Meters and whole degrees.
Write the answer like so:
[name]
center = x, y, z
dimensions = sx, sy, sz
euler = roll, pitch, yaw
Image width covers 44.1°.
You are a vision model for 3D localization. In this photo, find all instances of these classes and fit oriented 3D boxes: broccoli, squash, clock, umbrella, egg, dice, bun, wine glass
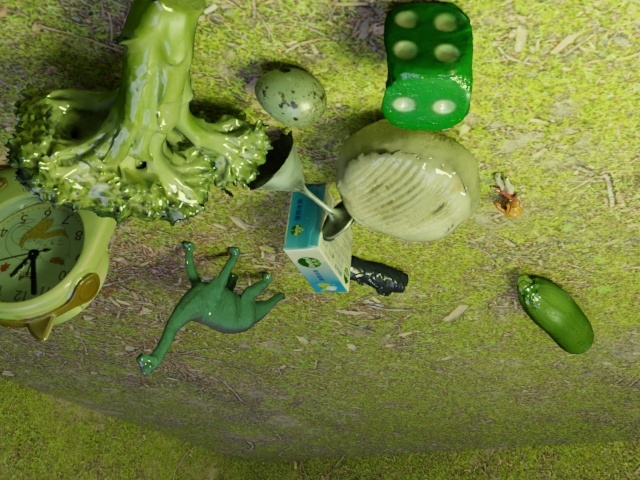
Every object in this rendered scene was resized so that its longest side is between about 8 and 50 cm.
[broccoli]
center = -0.293, -0.188, 1.145
dimensions = 0.353, 0.275, 0.397
euler = -38, 160, -10
[squash]
center = 0.528, 0.165, 1.770
dimensions = 0.101, 0.101, 0.379
euler = -13, 145, 34
[clock]
center = -0.528, 0.031, 1.480
dimensions = 0.286, 0.348, 0.117
euler = 3, 153, 10
[umbrella]
center = 0.076, 0.067, 1.719
dimensions = 0.248, 0.070, 0.071
euler = 17, 151, -21
[egg]
center = -0.044, -0.214, 1.179
dimensions = 0.110, 0.085, 0.085
euler = 17, 152, -1
[dice]
center = 0.142, -0.231, 1.056
dimensions = 0.120, 0.128, 0.131
euler = 2, 151, 6
[bun]
center = 0.147, -0.104, 1.288
dimensions = 0.239, 0.141, 0.239
euler = 13, 147, 8
[wine glass]
center = -0.023, -0.085, 1.354
dimensions = 0.183, 0.122, 0.122
euler = 36, 142, -26

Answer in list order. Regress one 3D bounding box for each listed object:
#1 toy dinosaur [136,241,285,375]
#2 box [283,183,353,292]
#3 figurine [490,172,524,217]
[toy dinosaur]
center = -0.225, 0.195, 1.748
dimensions = 0.129, 0.330, 0.383
euler = -12, 145, 37
[box]
center = 0.001, 0.000, 1.525
dimensions = 0.073, 0.139, 0.194
euler = -3, 151, 18
[figurine]
center = 0.330, -0.080, 1.402
dimensions = 0.064, 0.047, 0.109
euler = 23, 160, 39
